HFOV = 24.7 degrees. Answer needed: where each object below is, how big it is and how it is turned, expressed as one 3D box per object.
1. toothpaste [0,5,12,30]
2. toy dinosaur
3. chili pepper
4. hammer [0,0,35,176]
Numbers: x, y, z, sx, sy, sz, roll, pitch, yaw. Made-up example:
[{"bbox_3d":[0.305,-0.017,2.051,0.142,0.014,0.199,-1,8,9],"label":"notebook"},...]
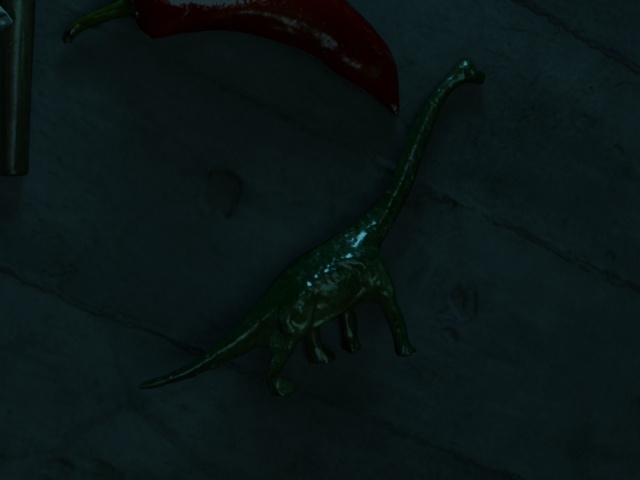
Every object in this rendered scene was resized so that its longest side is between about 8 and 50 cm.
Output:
[{"bbox_3d":[-0.418,-0.315,1.365,0.100,0.066,0.323,-24,115,16],"label":"toothpaste"},{"bbox_3d":[0.000,0.000,1.573,0.447,0.087,0.300,-17,111,-18],"label":"toy dinosaur"},{"bbox_3d":[-0.066,-0.219,1.487,0.369,0.092,0.137,12,114,-17],"label":"chili pepper"},{"bbox_3d":[-0.294,-0.241,1.441,0.111,0.043,0.365,1,108,-18],"label":"hammer"}]
